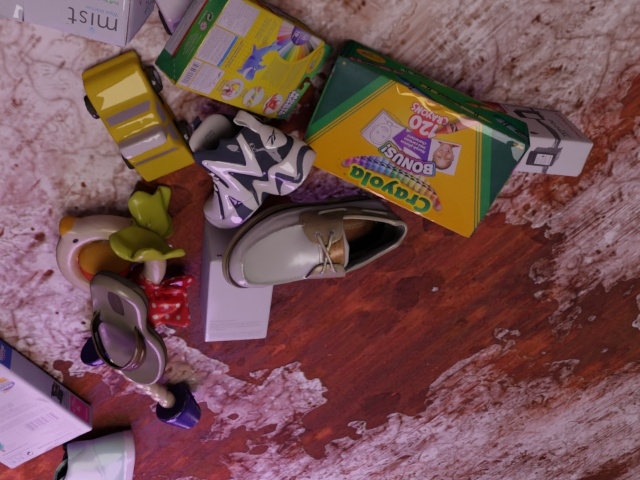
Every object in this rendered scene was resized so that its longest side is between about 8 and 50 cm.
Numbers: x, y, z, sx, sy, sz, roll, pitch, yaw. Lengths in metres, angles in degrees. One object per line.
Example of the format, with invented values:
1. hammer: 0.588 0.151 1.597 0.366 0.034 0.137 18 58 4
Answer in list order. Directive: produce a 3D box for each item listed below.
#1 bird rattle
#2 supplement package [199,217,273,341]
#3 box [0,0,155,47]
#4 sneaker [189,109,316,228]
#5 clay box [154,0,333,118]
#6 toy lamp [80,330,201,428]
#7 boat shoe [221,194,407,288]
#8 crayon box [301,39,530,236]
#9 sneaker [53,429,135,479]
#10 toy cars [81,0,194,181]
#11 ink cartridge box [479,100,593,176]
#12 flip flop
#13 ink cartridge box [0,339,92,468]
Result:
1. bird rattle: -0.297 0.030 1.118 0.207 0.143 0.253 6 142 -5
2. supplement package: -0.137 0.064 1.170 0.105 0.105 0.179 -1 131 -14
3. box: -0.292 -0.346 0.713 0.262 0.126 0.231 13 127 -5
4. sneaker: -0.133 -0.108 1.010 0.153 0.094 0.235 38 149 -23
5. clay box: -0.086 -0.232 0.908 0.127 0.053 0.222 -52 154 18
6. toy lamp: -0.313 0.260 1.314 0.080 0.080 0.274 -28 130 10
7. boat shoe: 0.000 0.000 1.070 0.302 0.103 0.113 -23 119 -35
8. crayon box: 0.126 -0.140 1.012 0.279 0.081 0.165 25 124 -2
9. sneaker: -0.457 0.488 1.457 0.151 0.094 0.255 -2 121 -21
10. toy cars: -0.200 -0.226 0.912 0.177 0.087 0.393 9 127 -23
11. ink cartridge box: 0.317 -0.154 1.101 0.151 0.109 0.063 3 126 -18
12. flip flop: -0.304 0.150 1.109 0.112 0.080 0.277 16 143 6
13. ink cartridge box: -0.571 0.279 1.268 0.186 0.065 0.311 -27 134 9
